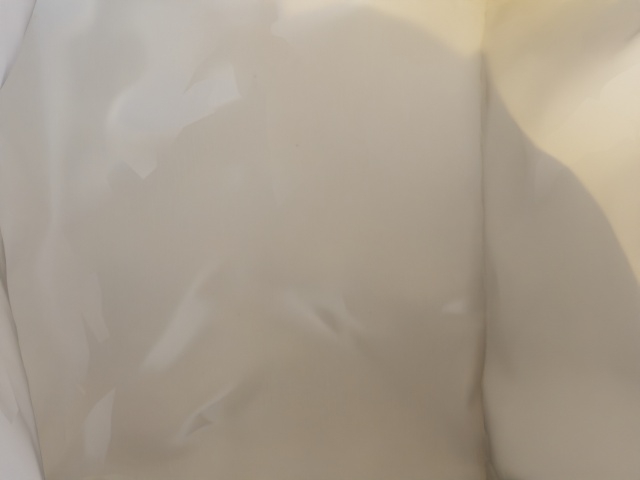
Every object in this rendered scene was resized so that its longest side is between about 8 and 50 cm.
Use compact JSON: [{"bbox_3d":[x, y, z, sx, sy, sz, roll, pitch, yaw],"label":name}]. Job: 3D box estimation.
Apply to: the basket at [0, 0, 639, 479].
[{"bbox_3d":[0.000,0.000,0.545,0.331,0.328,0.266,-1,178,-19],"label":"basket"}]
